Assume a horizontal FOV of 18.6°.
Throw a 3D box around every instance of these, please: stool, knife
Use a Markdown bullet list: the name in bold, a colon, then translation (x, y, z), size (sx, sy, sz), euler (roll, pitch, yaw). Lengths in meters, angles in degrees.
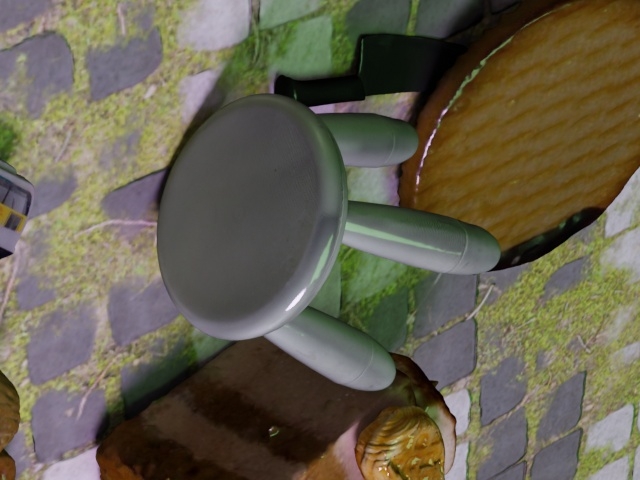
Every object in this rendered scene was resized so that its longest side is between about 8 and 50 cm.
- **stool**: translation (0.000, 0.000, 1.581), size (0.198, 0.195, 0.195), euler (19, 120, -45)
- **knife**: translation (0.053, -0.148, 1.673), size (0.230, 0.028, 0.060), euler (-10, 113, -41)

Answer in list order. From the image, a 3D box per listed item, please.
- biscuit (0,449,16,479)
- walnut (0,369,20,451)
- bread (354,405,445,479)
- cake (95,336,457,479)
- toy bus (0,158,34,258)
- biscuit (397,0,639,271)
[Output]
- **biscuit**: translation (-0.350, 0.279, 1.581), size (0.273, 0.049, 0.257), euler (-23, 132, -33)
- **walnut**: translation (-0.282, 0.130, 1.493), size (0.124, 0.105, 0.105), euler (28, 98, -51)
- **bread**: translation (0.070, 0.186, 1.639), size (0.083, 0.044, 0.111), euler (-48, 137, -27)
- **cake**: translation (-0.024, 0.191, 1.720), size (0.293, 0.198, 0.196), euler (-39, 132, -26)
- **toy bus**: translation (-0.279, -0.044, 1.401), size (0.172, 0.057, 0.072), euler (28, 88, -50)
- **biscuit**: translation (0.202, -0.102, 1.809), size (0.318, 0.040, 0.318), euler (-25, 139, -24)
